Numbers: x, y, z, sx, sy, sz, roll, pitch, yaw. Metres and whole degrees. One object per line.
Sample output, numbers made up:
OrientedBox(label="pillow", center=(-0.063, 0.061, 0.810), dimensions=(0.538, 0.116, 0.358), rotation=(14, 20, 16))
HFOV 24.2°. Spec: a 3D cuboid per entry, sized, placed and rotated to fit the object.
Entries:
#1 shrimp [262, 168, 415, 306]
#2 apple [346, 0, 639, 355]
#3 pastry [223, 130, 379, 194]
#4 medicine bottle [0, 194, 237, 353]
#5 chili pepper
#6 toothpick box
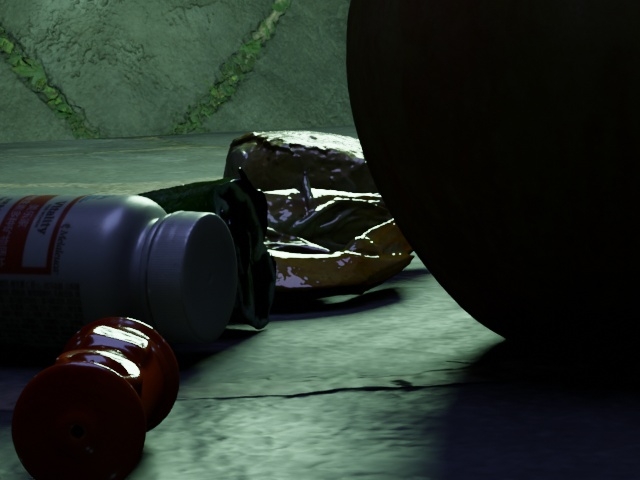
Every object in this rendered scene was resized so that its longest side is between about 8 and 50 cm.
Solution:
OrientedBox(label="shrimp", center=(0.000, 0.000, 0.928), dimensions=(0.150, 0.068, 0.249), rotation=(20, 24, 37))
OrientedBox(label="apple", center=(0.138, -0.064, 0.695), dimensions=(0.257, 0.234, 0.257), rotation=(-1, 10, 0))
OrientedBox(label="pastry", center=(-0.008, -0.052, 1.242), dimensions=(0.153, 0.081, 0.153), rotation=(-1, 3, 0))
OrientedBox(label="medicine bottle", center=(-0.116, 0.017, 0.723), dimensions=(0.140, 0.079, 0.079), rotation=(1, 8, 22))
OrientedBox(label="chili pepper", center=(-0.139, 0.011, 0.804), dimensions=(0.227, 0.088, 0.059), rotation=(-3, 26, 18))
OrientedBox(label="toothpick box", center=(-0.077, 0.056, 0.521), dimensions=(0.047, 0.047, 0.083), rotation=(-1, 7, 2))
